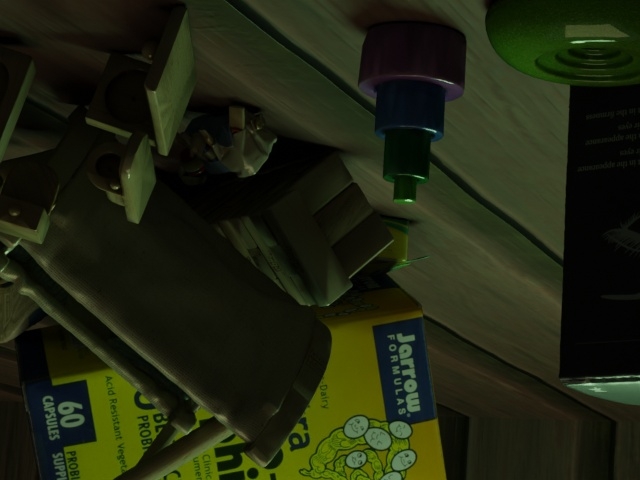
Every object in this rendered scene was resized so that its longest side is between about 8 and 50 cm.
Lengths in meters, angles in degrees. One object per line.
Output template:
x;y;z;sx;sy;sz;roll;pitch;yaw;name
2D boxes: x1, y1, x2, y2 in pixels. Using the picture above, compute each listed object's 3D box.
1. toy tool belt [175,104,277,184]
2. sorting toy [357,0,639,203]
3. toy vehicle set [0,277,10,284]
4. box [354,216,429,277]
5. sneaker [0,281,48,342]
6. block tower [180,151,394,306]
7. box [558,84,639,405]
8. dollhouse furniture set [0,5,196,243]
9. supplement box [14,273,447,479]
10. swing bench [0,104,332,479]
-0.077;-0.075;1.427;0.083;0.052;0.051;-8;133;36;toy tool belt
0.175;-0.072;1.114;0.365;0.126;0.127;-5;166;36;sorting toy
-0.344;0.038;1.805;0.267;0.035;0.166;-22;176;-17;toy vehicle set
0.000;0.000;1.777;0.179;0.043;0.105;10;167;-20;box
-0.248;0.050;1.803;0.084;0.058;0.152;-8;161;-40;sneaker
-0.074;0.008;1.628;0.097;0.091;0.335;-40;-165;-29;block tower
0.238;-0.007;1.207;0.153;0.207;0.108;-5;166;39;box
-0.174;-0.081;1.229;0.151;0.144;0.123;18;165;4;dollhouse furniture set
-0.084;0.162;1.798;0.356;0.194;0.195;-11;-168;-9;supplement box
-0.147;0.046;1.476;0.253;0.165;0.254;44;148;-15;swing bench
